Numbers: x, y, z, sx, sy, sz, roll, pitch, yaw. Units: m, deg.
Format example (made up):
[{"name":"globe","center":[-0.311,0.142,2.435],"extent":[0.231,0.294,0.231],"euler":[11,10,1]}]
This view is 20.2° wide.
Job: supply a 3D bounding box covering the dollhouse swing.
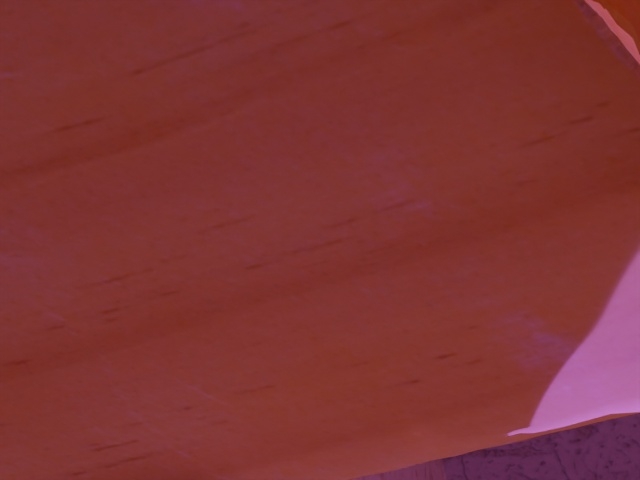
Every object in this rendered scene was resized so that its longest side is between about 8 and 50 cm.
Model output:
[{"name":"dollhouse swing","center":[-0.079,-0.094,0.507],"extent":[0.347,0.305,0.315],"euler":[43,29,-33]}]
